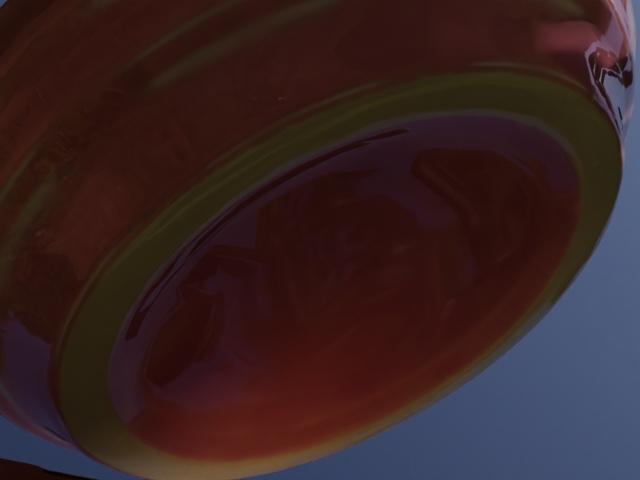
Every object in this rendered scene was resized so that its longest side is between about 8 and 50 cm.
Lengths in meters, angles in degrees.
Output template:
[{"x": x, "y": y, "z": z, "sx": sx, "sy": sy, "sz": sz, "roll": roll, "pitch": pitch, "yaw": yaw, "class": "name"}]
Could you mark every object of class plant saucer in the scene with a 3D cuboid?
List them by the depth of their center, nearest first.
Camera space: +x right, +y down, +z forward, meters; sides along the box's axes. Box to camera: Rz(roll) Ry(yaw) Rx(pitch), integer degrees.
[{"x": 0.000, "y": 0.000, "z": 0.446, "sx": 0.332, "sy": 0.332, "sz": 0.084, "roll": -25, "pitch": -123, "yaw": -7, "class": "plant saucer"}]

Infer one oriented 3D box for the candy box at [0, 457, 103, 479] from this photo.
[{"x": -0.103, "y": 0.236, "z": 0.442, "sx": 0.183, "sy": 0.316, "sz": 0.088, "roll": 17, "pitch": -146, "yaw": -24, "class": "candy box"}]
